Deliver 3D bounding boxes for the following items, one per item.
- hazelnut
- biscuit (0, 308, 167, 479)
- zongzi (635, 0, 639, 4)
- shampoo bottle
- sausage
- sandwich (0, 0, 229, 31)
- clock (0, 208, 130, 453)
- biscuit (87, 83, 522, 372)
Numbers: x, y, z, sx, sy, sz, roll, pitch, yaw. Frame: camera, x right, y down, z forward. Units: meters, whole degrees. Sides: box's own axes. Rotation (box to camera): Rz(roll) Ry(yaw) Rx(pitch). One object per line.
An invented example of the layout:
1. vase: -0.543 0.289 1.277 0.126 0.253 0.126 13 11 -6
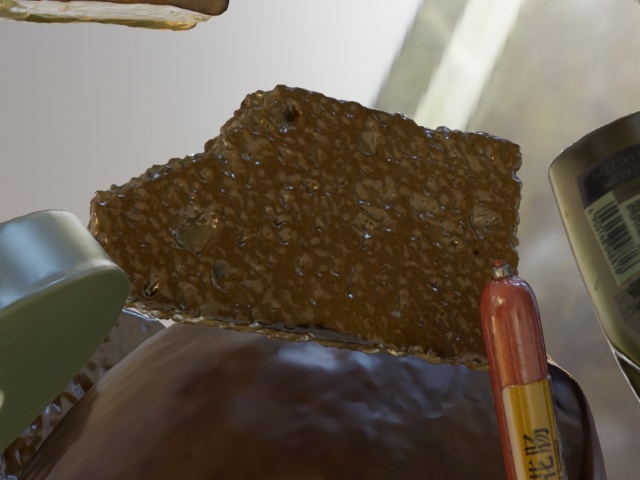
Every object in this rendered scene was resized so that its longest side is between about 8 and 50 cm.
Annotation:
1. hazelnut: -0.006 0.222 1.035 0.421 0.353 0.421 -49 -32 -46
2. biscuit: -0.224 0.215 1.185 0.368 0.076 0.394 17 -128 -44
3. zongzi: 0.342 -0.211 1.252 0.241 0.247 0.111 13 -67 -20
4. shampoo bottle: 0.260 0.064 1.060 0.126 0.350 0.084 -27 -40 9
5. sausage: 0.105 0.118 0.768 0.029 0.029 0.223 -16 -82 -54
6. sandwich: -0.154 -0.256 1.045 0.186 0.108 0.220 2 -90 -20
7. clock: -0.153 0.077 0.466 0.235 0.029 0.235 -42 -6 -5
8. biscuit: -0.004 -0.011 0.803 0.237 0.026 0.131 11 -111 -22
